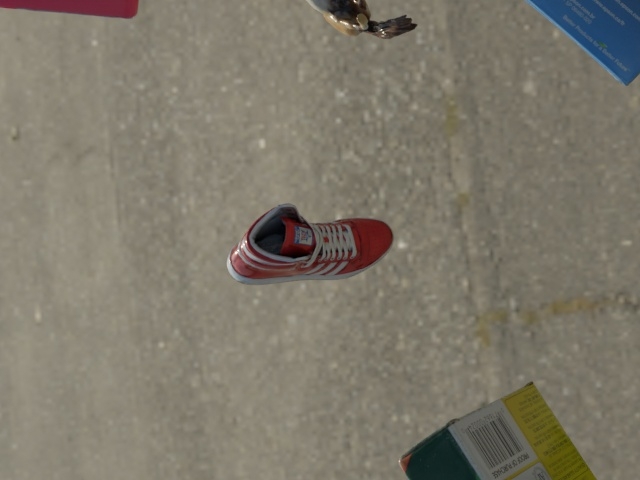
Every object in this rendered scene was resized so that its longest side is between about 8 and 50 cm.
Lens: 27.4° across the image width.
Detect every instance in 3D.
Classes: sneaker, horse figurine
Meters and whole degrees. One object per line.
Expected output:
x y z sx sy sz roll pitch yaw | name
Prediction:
0.000 0.000 0.877 0.067 0.118 0.042 124 132 -66 | sneaker
0.011 -0.351 1.811 0.263 0.066 0.174 41 179 1 | horse figurine

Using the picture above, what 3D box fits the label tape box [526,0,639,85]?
0.364 -0.378 1.464 0.333 0.241 0.106 -49 2 19 | label tape box

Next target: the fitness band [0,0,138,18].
-0.174 -0.240 0.772 0.054 0.291 0.209 -103 22 -53 | fitness band

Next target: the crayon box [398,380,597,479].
0.234 0.313 1.321 0.081 0.202 0.318 -41 74 30 | crayon box
